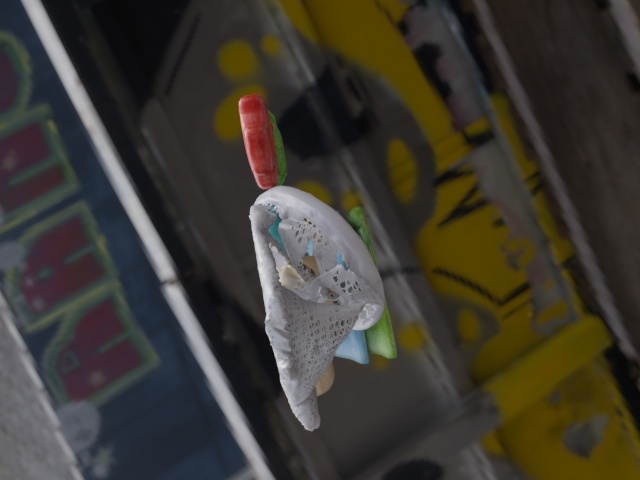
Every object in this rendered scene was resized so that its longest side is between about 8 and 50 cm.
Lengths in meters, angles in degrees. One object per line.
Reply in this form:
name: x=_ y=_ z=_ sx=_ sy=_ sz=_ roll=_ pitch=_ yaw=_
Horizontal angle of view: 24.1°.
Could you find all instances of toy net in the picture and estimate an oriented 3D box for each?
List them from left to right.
toy net: x=0.000 y=0.000 z=0.564 sx=0.232 sy=0.045 sz=0.122 roll=-100 pitch=-1 yaw=-87
